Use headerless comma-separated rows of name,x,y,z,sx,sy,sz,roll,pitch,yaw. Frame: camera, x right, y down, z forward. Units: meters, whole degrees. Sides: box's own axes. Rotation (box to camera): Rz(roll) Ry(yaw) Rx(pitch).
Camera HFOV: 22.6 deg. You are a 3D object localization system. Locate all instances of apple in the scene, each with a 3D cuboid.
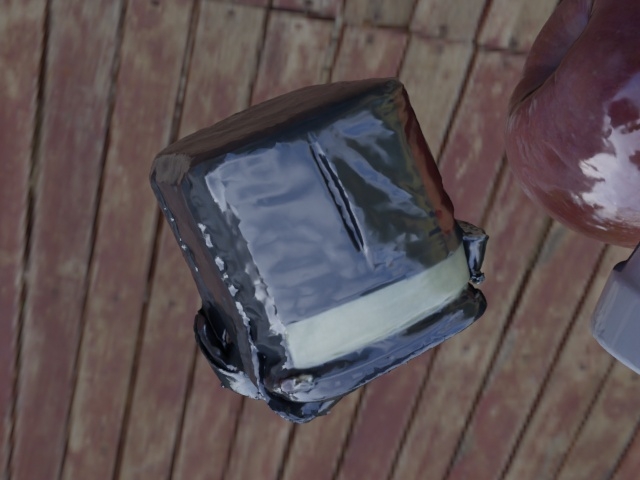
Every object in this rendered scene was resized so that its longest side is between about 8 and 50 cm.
apple,0.313,-0.124,1.465,0.235,0.306,0.306,31,129,-10

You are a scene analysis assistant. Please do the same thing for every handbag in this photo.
handbag,0.000,0.000,1.012,0.181,0.254,0.181,-24,100,-14

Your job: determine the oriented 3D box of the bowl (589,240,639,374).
bowl,0.334,0.043,1.039,0.287,0.287,0.144,17,101,-12
